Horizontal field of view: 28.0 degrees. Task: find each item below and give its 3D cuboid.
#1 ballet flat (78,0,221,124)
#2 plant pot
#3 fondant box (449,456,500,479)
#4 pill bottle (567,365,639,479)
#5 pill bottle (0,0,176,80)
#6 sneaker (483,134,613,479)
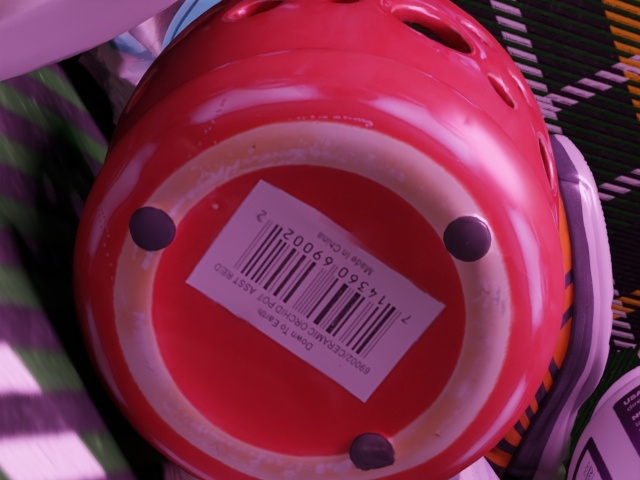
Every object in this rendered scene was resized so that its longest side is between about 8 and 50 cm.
[{"bbox_3d":[-0.091,-0.158,0.639,0.409,0.147,0.147,62,6,-46],"label":"ballet flat"},{"bbox_3d":[0.000,0.000,0.501,0.174,0.191,0.191,-74,141,-69],"label":"plant pot"},{"bbox_3d":[0.128,0.277,0.649,0.330,0.096,0.238,56,9,-7],"label":"fondant box"},{"bbox_3d":[0.243,0.177,0.721,0.323,0.181,0.181,-87,153,-75],"label":"pill bottle"},{"bbox_3d":[-0.115,-0.155,0.365,0.117,0.118,0.208,-34,100,-85],"label":"pill bottle"},{"bbox_3d":[0.084,0.079,0.868,0.124,0.180,0.321,-105,-164,-57],"label":"sneaker"}]
